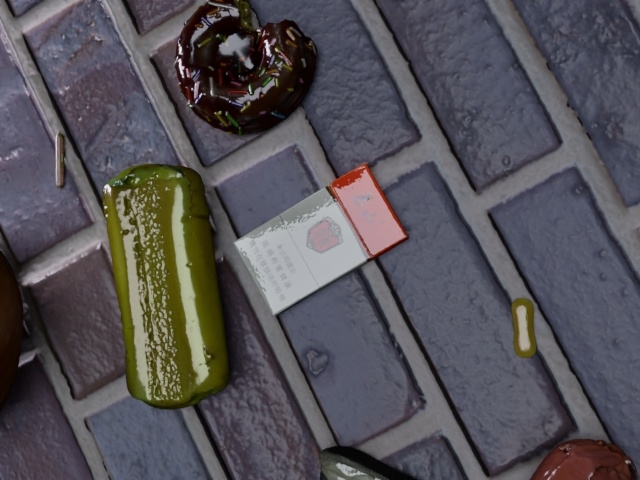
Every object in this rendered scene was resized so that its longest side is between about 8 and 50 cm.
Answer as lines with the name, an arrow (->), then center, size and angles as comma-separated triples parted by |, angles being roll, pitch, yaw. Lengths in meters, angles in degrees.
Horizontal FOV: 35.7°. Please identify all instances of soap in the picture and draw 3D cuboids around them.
soap -> 0.303, 0.130, 1.481 | 0.034, 0.012, 0.089 | -5, 85, 11

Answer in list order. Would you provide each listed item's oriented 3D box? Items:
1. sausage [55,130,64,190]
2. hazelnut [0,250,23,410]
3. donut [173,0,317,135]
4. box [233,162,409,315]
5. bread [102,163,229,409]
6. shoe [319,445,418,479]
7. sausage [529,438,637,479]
sausage -> -0.432, -0.132, 1.650 | 0.015, 0.015, 0.100 | -2, 85, 11
hazelnut -> -0.620, 0.149, 1.528 | 0.372, 0.315, 0.372 | -12, 53, 16
donut -> -0.131, -0.281, 1.560 | 0.216, 0.096, 0.230 | -45, 79, 5
box -> 0.000, 0.000, 1.543 | 0.245, 0.035, 0.139 | -30, 80, 8
bread -> -0.234, 0.068, 1.545 | 0.166, 0.112, 0.384 | -10, 85, 13
shoe -> 0.086, 0.395, 1.469 | 0.227, 0.099, 0.112 | 29, 99, 16
sausage -> 0.340, 0.407, 1.385 | 0.152, 0.152, 0.280 | 28, 93, 12
